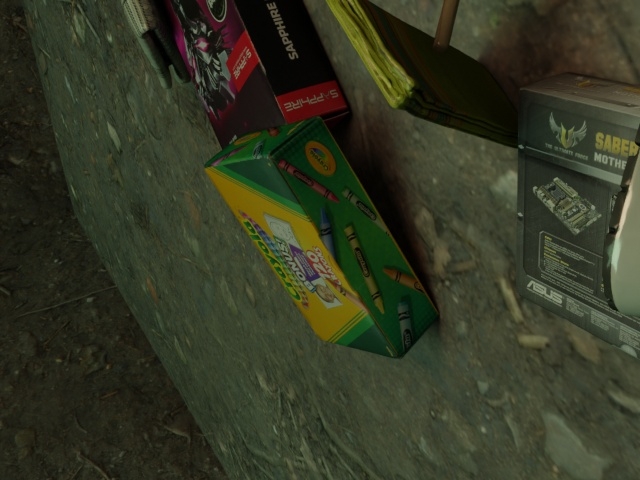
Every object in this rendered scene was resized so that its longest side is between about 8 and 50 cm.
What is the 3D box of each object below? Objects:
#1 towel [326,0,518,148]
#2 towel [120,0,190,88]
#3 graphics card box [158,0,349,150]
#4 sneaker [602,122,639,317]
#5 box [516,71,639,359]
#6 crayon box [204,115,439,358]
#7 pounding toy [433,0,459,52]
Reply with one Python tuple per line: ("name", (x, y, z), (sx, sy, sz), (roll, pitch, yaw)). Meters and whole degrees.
("towel", (0.092, -0.121, 0.522), (0.021, 0.237, 0.102), (-38, 69, 28))
("towel", (-0.296, -0.411, 1.122), (0.324, 0.056, 0.312), (117, 131, -88))
("graphics card box", (-0.112, -0.278, 0.939), (0.371, 0.094, 0.233), (68, 156, 5))
("sneaker", (0.236, -0.087, 0.341), (0.124, 0.107, 0.284), (16, 98, 39))
("box", (0.236, -0.004, 0.494), (0.231, 0.056, 0.183), (32, 135, 52))
("crayon box", (0.000, 0.000, 0.836), (0.165, 0.081, 0.279), (2, 129, 58))
("pounding toy", (0.093, -0.228, 0.513), (0.141, 0.130, 0.100), (48, 158, 37))
